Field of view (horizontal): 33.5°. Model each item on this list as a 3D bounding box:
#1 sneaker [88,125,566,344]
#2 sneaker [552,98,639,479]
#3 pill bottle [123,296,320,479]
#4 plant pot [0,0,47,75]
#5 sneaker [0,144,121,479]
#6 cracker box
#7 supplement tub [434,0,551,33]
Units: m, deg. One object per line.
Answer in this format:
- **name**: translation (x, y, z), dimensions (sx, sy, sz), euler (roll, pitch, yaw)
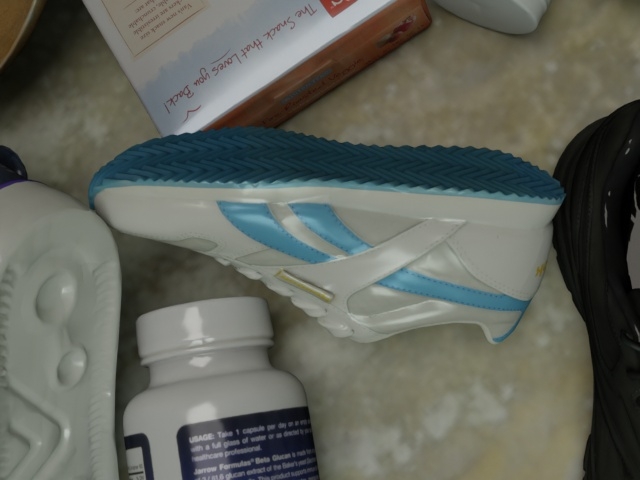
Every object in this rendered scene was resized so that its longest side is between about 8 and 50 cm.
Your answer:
- **sneaker**: translation (0.000, 0.000, 0.521), dimensions (0.228, 0.087, 0.092), euler (7, 114, -2)
- **sneaker**: translation (0.166, 0.070, 0.480), dimensions (0.109, 0.130, 0.286), euler (-16, 80, 6)
- **pill bottle**: translation (-0.047, 0.117, 0.531), dimensions (0.094, 0.094, 0.169), euler (-11, 80, 9)
- **plant pot**: translation (-0.224, -0.187, 0.601), dimensions (0.236, 0.032, 0.236), euler (4, 97, 33)
- **sneaker**: translation (-0.230, 0.093, 0.556), dimensions (0.236, 0.130, 0.323), euler (19, 107, 28)
- **cracker box**: translation (-0.065, -0.177, 0.591), dimensions (0.155, 0.067, 0.232), euler (-32, 77, 6)
- **supplement tub**: translation (0.103, -0.171, 0.557), dimensions (0.071, 0.071, 0.107), euler (23, 86, 13)
